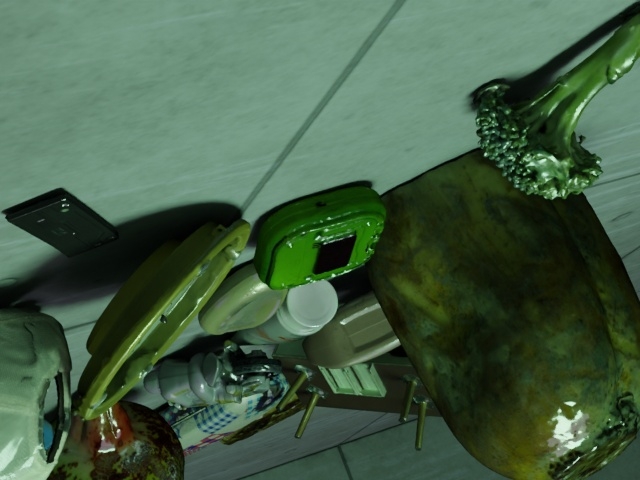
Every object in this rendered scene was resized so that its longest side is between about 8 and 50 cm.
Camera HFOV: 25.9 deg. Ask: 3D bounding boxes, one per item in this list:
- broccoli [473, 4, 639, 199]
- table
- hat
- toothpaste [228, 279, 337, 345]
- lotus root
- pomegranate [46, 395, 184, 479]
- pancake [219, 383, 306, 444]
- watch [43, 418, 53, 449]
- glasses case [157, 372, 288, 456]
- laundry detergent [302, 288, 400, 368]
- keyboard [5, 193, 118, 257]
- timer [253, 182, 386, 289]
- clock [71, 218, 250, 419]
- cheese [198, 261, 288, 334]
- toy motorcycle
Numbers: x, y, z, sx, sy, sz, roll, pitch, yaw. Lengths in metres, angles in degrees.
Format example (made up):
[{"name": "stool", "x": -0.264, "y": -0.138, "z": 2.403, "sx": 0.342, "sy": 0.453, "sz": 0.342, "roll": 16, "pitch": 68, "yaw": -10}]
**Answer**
[{"name": "broccoli", "x": 0.223, "y": -0.124, "z": 1.208, "sx": 0.118, "sy": 0.122, "sz": 0.204, "roll": -28, "pitch": 162, "yaw": -50}, {"name": "table", "x": 0.053, "y": 0.209, "z": 1.878, "sx": 0.240, "sy": 0.111, "sz": 0.122, "roll": 1, "pitch": 140, "yaw": 29}, {"name": "hat", "x": -0.338, "y": 0.157, "z": 1.286, "sx": 0.161, "sy": 0.232, "sz": 0.275, "roll": 27, "pitch": 160, "yaw": -23}, {"name": "toothpaste", "x": -0.046, "y": 0.098, "z": 1.704, "sx": 0.100, "sy": 0.066, "sz": 0.323, "roll": -14, "pitch": 173, "yaw": -15}, {"name": "lotus root", "x": 0.206, "y": 0.082, "z": 1.447, "sx": 0.250, "sy": 0.346, "sz": 0.250, "roll": -22, "pitch": 159, "yaw": -9}, {"name": "pomegranate", "x": -0.285, "y": 0.284, "z": 1.854, "sx": 0.214, "sy": 0.214, "sz": 0.248, "roll": -16, "pitch": 128, "yaw": -22}, {"name": "pancake", "x": -0.009, "y": 0.227, "z": 2.298, "sx": 0.304, "sy": 0.067, "sz": 0.427, "roll": -22, "pitch": 168, "yaw": -33}, {"name": "watch", "x": -0.420, "y": 0.310, "z": 1.499, "sx": 0.305, "sy": 0.275, "sz": 0.241, "roll": -8, "pitch": 161, "yaw": -28}, {"name": "glasses case", "x": -0.183, "y": 0.275, "z": 2.144, "sx": 0.327, "sy": 0.076, "sz": 0.125, "roll": -32, "pitch": 161, "yaw": 36}, {"name": "laundry detergent", "x": 0.061, "y": 0.103, "z": 1.797, "sx": 0.171, "sy": 0.076, "sz": 0.237, "roll": -25, "pitch": 180, "yaw": 8}, {"name": "keyboard", "x": -0.207, "y": -0.011, "z": 1.132, "sx": 0.053, "sy": 0.010, "sz": 0.155, "roll": -21, "pitch": 167, "yaw": 2}, {"name": "timer", "x": 0.000, "y": 0.000, "z": 1.384, "sx": 0.128, "sy": 0.047, "sz": 0.140, "roll": -15, "pitch": 156, "yaw": -17}, {"name": "clock", "x": -0.155, "y": 0.061, "z": 1.281, "sx": 0.237, "sy": 0.057, "sz": 0.237, "roll": -51, "pitch": 176, "yaw": -5}, {"name": "cheese", "x": -0.062, "y": 0.040, "z": 1.495, "sx": 0.097, "sy": 0.037, "sz": 0.192, "roll": -10, "pitch": 154, "yaw": -35}, {"name": "toy motorcycle", "x": -0.149, "y": 0.180, "z": 1.808, "sx": 0.152, "sy": 0.073, "sz": 0.225, "roll": 3, "pitch": 164, "yaw": -22}]
